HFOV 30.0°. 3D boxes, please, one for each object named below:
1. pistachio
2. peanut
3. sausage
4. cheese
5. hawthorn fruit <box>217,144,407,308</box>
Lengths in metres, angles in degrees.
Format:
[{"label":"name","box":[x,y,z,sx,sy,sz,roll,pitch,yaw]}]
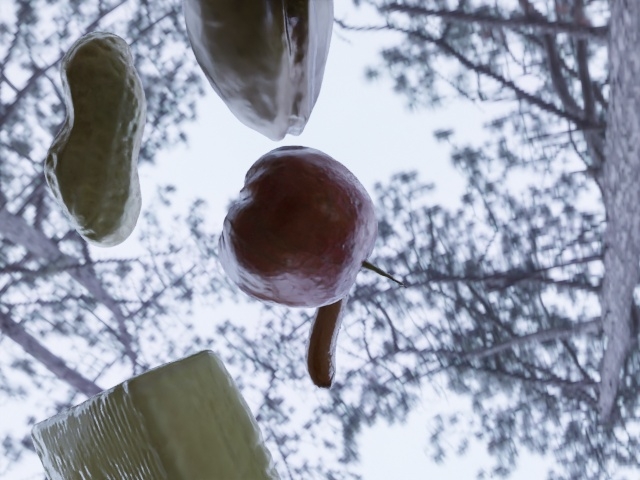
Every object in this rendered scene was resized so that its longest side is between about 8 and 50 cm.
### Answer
[{"label":"pistachio","box":[-0.072,-0.238,1.326,0.163,0.260,0.213,-13,-133,-19]},{"label":"peanut","box":[-0.286,-0.128,1.517,0.125,0.111,0.275,2,-88,-8]},{"label":"sausage","box":[0.014,0.081,1.382,0.043,0.043,0.186,15,-86,22]},{"label":"cheese","box":[-0.137,0.257,1.127,0.242,0.124,0.265,-28,-94,45]},{"label":"hawthorn fruit","box":[-0.012,-0.009,0.885,0.140,0.125,0.125,18,-108,29]}]
